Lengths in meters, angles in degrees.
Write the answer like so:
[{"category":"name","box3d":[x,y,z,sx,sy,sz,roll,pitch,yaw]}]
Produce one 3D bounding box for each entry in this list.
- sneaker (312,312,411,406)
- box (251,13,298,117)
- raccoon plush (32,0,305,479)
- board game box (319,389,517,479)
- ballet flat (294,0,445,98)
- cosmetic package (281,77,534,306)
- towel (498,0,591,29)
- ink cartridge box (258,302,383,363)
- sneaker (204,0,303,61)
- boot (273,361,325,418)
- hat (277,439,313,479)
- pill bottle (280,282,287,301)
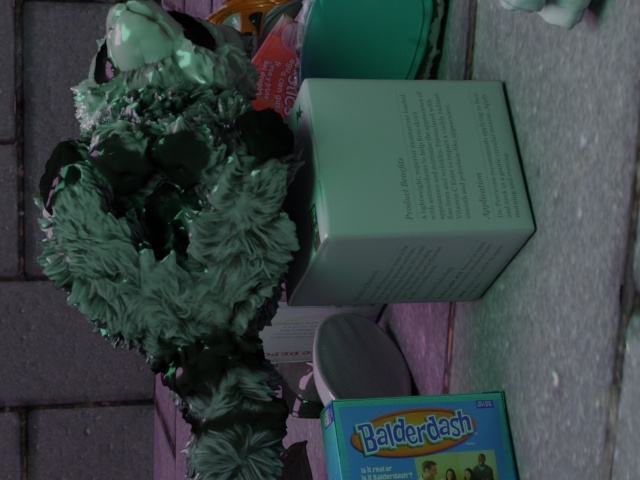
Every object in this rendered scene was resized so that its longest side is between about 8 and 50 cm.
[{"category":"sneaker","box3d":[0.043,0.227,1.427,0.292,0.108,0.169,-109,26,-46]},{"category":"box","box3d":[-0.046,-0.114,1.561,0.142,0.154,0.300,-59,6,-20]},{"category":"raccoon plush","box3d":[-0.138,0.001,1.226,0.299,0.216,0.446,-101,14,-66]},{"category":"board game box","box3d":[0.092,0.236,1.138,0.047,0.160,0.210,120,147,-64]},{"category":"ballet flat","box3d":[0.067,-0.286,1.315,0.147,0.147,0.409,-116,32,-58]},{"category":"cosmetic package","box3d":[0.064,-0.040,1.172,0.151,0.184,0.151,117,149,-61]},{"category":"towel","box3d":[0.154,-0.385,1.005,0.320,0.090,0.374,-118,30,-53]},{"category":"ink cartridge box","box3d":[-0.013,0.053,1.526,0.212,0.154,0.093,109,155,-54]},{"category":"sneaker","box3d":[-0.075,-0.284,1.674,0.262,0.099,0.121,-50,-9,-8]},{"category":"boot","box3d":[-0.024,0.119,1.764,0.246,0.083,0.161,-141,58,-64]},{"category":"hat","box3d":[-0.015,0.411,1.609,0.331,0.134,0.331,-163,90,-80]},{"category":"pill bottle","box3d":[0.000,0.000,1.343,0.124,0.221,0.124,178,90,-75]}]
